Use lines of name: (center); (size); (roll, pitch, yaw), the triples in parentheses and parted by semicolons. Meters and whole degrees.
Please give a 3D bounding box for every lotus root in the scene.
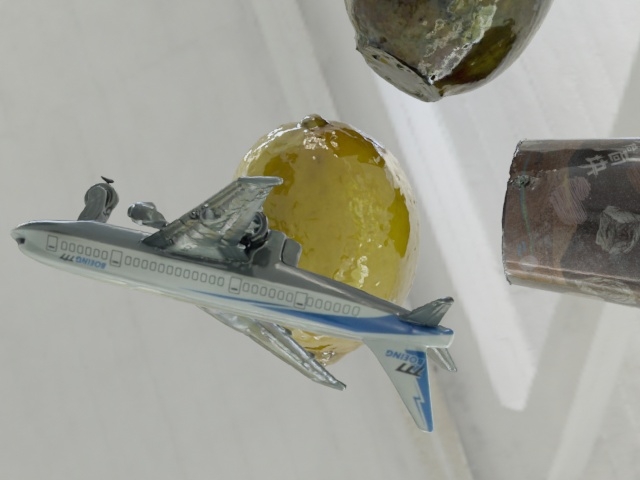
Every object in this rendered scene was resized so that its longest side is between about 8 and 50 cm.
lotus root: (0.156, -0.331, 1.373); (0.250, 0.250, 0.346); (16, -103, 41)

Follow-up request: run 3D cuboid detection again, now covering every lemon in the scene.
lemon: (0.000, -0.005, 1.389); (0.236, 0.236, 0.263); (41, -60, 33)

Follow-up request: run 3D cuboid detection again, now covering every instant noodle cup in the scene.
instant noodle cup: (0.319, -0.025, 1.366); (0.207, 0.217, 0.218); (5, -83, 21)

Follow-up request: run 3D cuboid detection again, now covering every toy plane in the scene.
toy plane: (-0.040, 0.019, 0.564); (0.226, 0.226, 0.058); (22, -112, 18)
